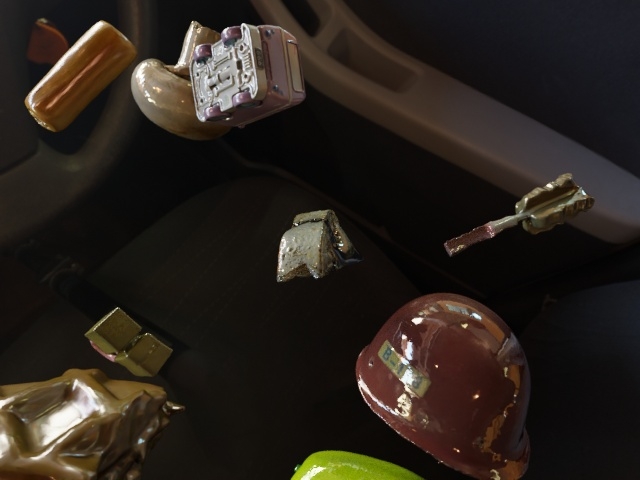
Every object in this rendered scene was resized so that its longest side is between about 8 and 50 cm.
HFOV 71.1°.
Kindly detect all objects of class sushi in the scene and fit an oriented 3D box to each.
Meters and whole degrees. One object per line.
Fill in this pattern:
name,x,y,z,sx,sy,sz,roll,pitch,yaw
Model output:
sushi,-0.020,0.001,0.833,0.134,0.273,0.109,1,96,24

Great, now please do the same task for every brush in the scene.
brush,0.357,-0.037,0.819,0.301,0.071,0.084,-23,69,-12
brush,-0.315,0.164,0.697,0.103,0.233,0.047,46,56,-16

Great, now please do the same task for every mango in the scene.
mango,0.098,0.505,0.817,0.343,0.156,0.192,3,66,24

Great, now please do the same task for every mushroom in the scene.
mushroom,-0.341,-0.428,1.213,0.292,0.292,0.290,30,103,12

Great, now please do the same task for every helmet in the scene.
helmet,0.274,0.237,0.890,0.337,0.230,0.385,3,24,-31

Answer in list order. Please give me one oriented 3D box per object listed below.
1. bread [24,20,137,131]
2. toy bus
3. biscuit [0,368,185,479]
bread,-0.463,-0.313,0.859,0.092,0.074,0.239,43,87,-7
toy bus,-0.139,-0.296,0.831,0.142,0.202,0.142,-15,98,-45
biscuit,-0.202,0.197,0.195,0.268,0.115,0.366,0,18,-15
